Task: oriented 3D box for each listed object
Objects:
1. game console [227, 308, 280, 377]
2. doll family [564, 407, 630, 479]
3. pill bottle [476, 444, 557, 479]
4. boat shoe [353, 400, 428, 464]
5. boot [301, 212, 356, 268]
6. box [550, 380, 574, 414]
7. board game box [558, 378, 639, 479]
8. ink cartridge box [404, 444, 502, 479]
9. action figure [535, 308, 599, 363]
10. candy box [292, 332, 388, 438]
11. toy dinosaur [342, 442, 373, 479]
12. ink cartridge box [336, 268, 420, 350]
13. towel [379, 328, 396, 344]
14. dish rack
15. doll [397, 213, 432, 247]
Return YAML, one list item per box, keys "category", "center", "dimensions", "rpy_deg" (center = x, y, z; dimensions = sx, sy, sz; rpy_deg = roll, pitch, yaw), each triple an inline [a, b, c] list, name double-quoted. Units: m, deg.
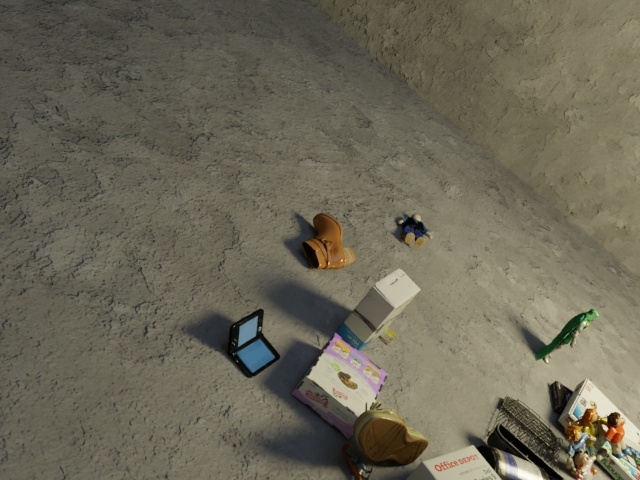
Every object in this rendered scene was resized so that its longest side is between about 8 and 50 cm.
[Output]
- category: "game console"
  center: [-0.143, 0.225, 1.588]
  dimensions: [0.071, 0.107, 0.122]
  rpy_deg: [18, 23, 25]
- category: "doll family"
  center: [0.711, 0.546, 1.914]
  dimensions: [0.263, 0.118, 0.163]
  rpy_deg: [-35, 117, -31]
- category: "pill bottle"
  center: [0.453, 0.568, 1.669]
  dimensions: [0.219, 0.123, 0.123]
  rpy_deg: [26, 33, -18]
- category: "boat shoe"
  center: [0.137, 0.413, 1.542]
  dimensions: [0.089, 0.104, 0.285]
  rpy_deg: [46, 1, 38]
- category: "boot"
  center: [0.000, 0.000, 2.027]
  dimensions: [0.152, 0.073, 0.197]
  rpy_deg: [-8, 50, -44]
- category: "box"
  center: [0.769, 0.505, 2.158]
  dimensions: [0.162, 0.029, 0.116]
  rpy_deg: [31, 32, -8]
- category: "board game box"
  center: [0.843, 0.570, 2.077]
  dimensions: [0.305, 0.053, 0.193]
  rpy_deg: [47, 42, 8]
- category: "ink cartridge box"
  center: [0.321, 0.586, 1.481]
  dimensions: [0.211, 0.122, 0.289]
  rpy_deg: [3, 37, -47]
- category: "action figure"
  center: [0.784, 0.295, 2.256]
  dimensions: [0.063, 0.232, 0.137]
  rpy_deg: [43, 32, 10]
- category: "candy box"
  center: [0.049, 0.327, 1.638]
  dimensions: [0.164, 0.070, 0.196]
  rpy_deg: [39, 31, 3]
- category: "toy dinosaur"
  center: [0.072, 0.467, 1.509]
  dimensions: [0.082, 0.047, 0.090]
  rpy_deg: [28, 38, 21]
- category: "ink cartridge box"
  center: [0.145, 0.176, 1.809]
  dimensions: [0.082, 0.191, 0.139]
  rpy_deg: [47, 38, 14]
- category: "towel"
  center: [0.165, 0.241, 1.927]
  dimensions: [0.083, 0.009, 0.060]
  rpy_deg: [43, 32, 9]
- category: "dish rack"
  center: [0.548, 0.515, 1.882]
  dimensions: [0.208, 0.074, 0.271]
  rpy_deg: [42, 31, 7]
- category: "doll"
  center: [0.321, -0.037, 2.414]
  dimensions: [0.129, 0.046, 0.189]
  rpy_deg: [23, 26, -5]
